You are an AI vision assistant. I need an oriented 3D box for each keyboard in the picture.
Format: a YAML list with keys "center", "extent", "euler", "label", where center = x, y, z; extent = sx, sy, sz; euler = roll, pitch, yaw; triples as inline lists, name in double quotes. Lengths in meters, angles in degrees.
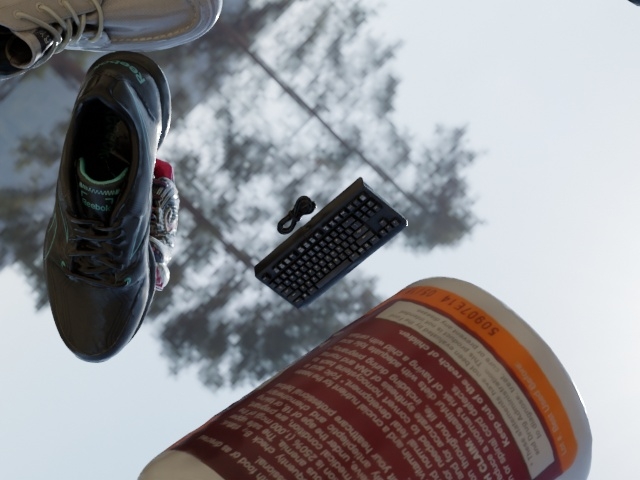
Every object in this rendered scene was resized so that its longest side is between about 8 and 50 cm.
- center: [0.000, 0.000, 1.475]
  extent: [0.180, 0.108, 0.023]
  euler: [-40, -162, 28]
  label: "keyboard"

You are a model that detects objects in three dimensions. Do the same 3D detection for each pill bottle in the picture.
- center: [0.000, 0.212, 1.002]
  extent: [0.392, 0.224, 0.224]
  euler: [-32, -174, -29]
  label: "pill bottle"

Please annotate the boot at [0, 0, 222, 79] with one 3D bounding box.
- center: [-0.216, -0.178, 1.102]
  extent: [0.258, 0.095, 0.123]
  euler: [-1, -144, 6]
  label: "boot"

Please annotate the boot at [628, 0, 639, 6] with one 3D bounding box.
- center: [0.242, -0.272, 0.583]
  extent: [0.222, 0.118, 0.338]
  euler: [-11, -111, 53]
  label: "boot"

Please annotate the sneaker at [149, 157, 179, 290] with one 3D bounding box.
- center: [-0.218, -0.028, 1.509]
  extent: [0.112, 0.121, 0.299]
  euler: [-63, -165, 9]
  label: "sneaker"

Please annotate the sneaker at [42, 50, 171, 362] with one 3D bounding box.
- center: [-0.186, -0.020, 1.081]
  extent: [0.106, 0.101, 0.267]
  euler: [-76, 173, -74]
  label: "sneaker"
